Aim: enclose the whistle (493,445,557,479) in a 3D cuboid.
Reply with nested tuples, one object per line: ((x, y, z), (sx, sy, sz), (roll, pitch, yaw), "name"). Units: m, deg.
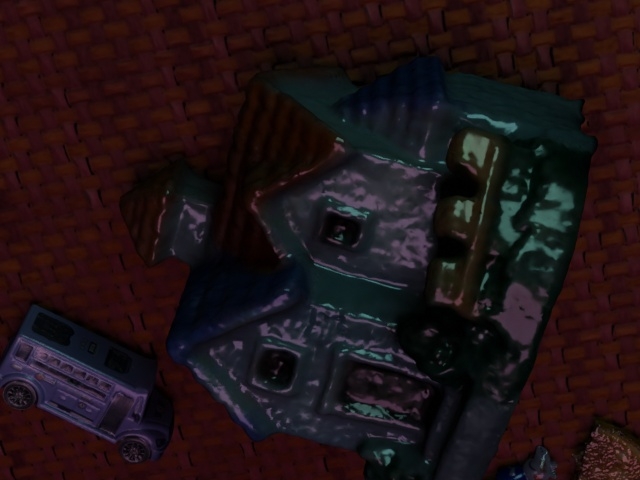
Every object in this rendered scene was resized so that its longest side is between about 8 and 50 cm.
((0.180, 0.221, 1.231), (0.083, 0.029, 0.033), (-28, 77, 11), "whistle")

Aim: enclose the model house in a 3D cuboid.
((0.000, 0.000, 1.007), (0.329, 0.252, 0.295), (19, 119, 0), "model house")

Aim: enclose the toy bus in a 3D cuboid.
((-0.200, 0.127, 1.171), (0.167, 0.073, 0.076), (27, 115, -11), "toy bus")

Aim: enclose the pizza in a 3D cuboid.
((0.267, 0.204, 1.220), (0.100, 0.029, 0.099), (-12, 109, 7), "pizza")
